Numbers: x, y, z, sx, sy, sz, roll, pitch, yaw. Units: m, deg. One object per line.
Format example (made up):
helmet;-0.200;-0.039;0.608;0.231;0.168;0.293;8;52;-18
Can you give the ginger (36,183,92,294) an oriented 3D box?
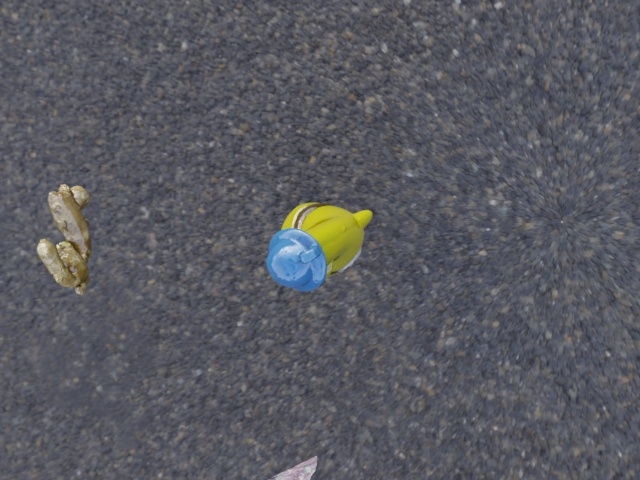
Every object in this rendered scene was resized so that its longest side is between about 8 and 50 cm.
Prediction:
ginger;-0.436;0.001;1.221;0.053;0.193;0.176;-10;108;13

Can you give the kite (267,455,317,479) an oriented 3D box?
kite;-0.036;0.371;1.006;0.157;0.011;0.139;11;67;47

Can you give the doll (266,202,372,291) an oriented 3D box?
doll;0.000;0.000;1.238;0.199;0.363;0.145;-33;93;8
